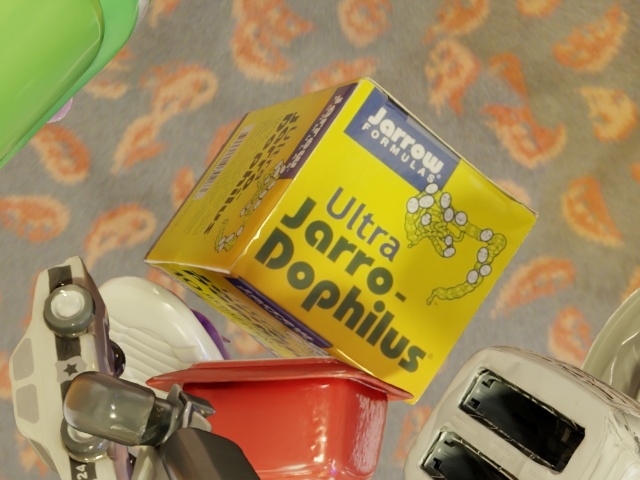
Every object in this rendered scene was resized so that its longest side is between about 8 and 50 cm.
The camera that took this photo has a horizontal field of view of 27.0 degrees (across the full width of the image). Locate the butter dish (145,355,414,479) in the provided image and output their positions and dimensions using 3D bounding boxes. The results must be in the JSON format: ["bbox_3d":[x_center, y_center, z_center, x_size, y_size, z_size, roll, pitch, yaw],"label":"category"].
[{"bbox_3d":[-0.024,0.147,0.937,0.160,0.160,0.118,-5,76,17],"label":"butter dish"}]

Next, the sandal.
[{"bbox_3d":[-0.147,0.149,1.504,0.169,0.102,0.416,15,146,21],"label":"sandal"}]

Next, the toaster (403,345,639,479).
[{"bbox_3d":[0.146,0.142,0.717,0.146,0.227,0.129,34,89,-24],"label":"toaster"}]

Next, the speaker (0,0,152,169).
[{"bbox_3d":[-0.195,-0.056,0.558,0.131,0.131,0.296,45,62,-12],"label":"speaker"}]

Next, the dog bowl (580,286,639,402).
[{"bbox_3d":[0.390,0.173,1.122,0.349,0.102,0.349,-4,75,16],"label":"dog bowl"}]

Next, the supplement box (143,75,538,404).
[{"bbox_3d":[0.000,0.000,1.212,0.194,0.356,0.195,37,79,-15],"label":"supplement box"}]

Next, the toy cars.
[{"bbox_3d":[-0.153,0.211,0.932,0.087,0.176,0.393,-15,98,-2],"label":"toy cars"}]

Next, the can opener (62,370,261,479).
[{"bbox_3d":[-0.089,0.128,0.695,0.095,0.283,0.076,21,90,-14],"label":"can opener"}]

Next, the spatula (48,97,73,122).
[{"bbox_3d":[-0.185,-0.208,0.909,0.084,0.296,0.030,-6,150,22],"label":"spatula"}]
